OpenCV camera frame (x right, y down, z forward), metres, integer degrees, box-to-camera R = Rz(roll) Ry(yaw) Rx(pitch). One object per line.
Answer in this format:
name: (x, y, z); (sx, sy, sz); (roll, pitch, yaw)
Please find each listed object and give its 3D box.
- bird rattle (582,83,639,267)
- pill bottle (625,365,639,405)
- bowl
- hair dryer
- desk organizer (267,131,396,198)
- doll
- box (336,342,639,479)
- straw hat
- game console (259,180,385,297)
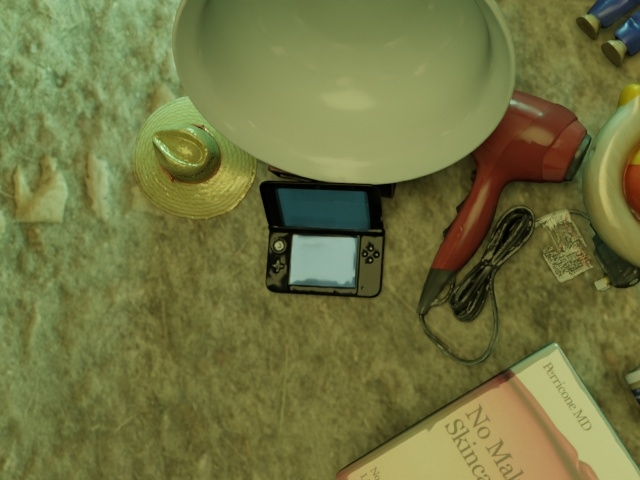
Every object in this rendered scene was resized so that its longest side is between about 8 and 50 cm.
bird rattle: (0.338, -0.036, 0.862); (0.207, 0.143, 0.253); (19, 97, 0)
pill bottle: (0.337, 0.162, 0.864); (0.067, 0.067, 0.120); (-29, 78, 6)
bowl: (0.027, -0.192, 0.848); (0.298, 0.297, 0.134); (3, 53, 11)
hair dryer: (0.162, -0.046, 0.921); (0.224, 0.080, 0.293); (-24, 78, 7)
desk organizer: (0.016, -0.082, 0.972); (0.130, 0.047, 0.050); (11, 87, 12)
doll: (0.345, -0.264, 0.934); (0.189, 0.046, 0.129); (-40, 78, 4)
box: (0.154, 0.214, 0.862); (0.232, 0.127, 0.148); (-33, 77, 5)
straw hat: (-0.142, -0.094, 0.996); (0.145, 0.061, 0.144); (-1, 83, 11)
game console: (0.000, 0.000, 0.950); (0.122, 0.071, 0.107); (3, 83, 12)
